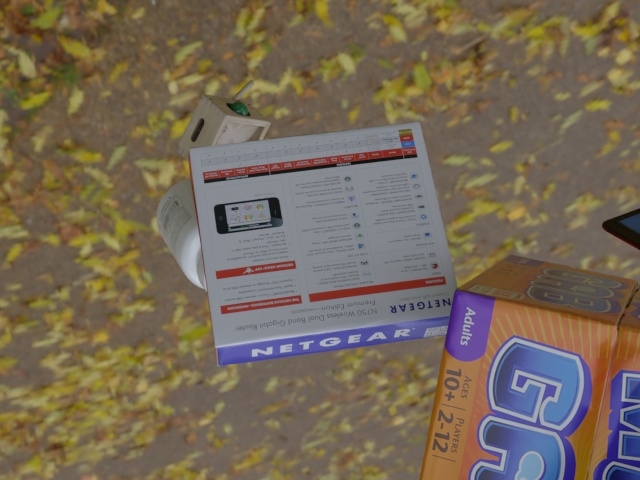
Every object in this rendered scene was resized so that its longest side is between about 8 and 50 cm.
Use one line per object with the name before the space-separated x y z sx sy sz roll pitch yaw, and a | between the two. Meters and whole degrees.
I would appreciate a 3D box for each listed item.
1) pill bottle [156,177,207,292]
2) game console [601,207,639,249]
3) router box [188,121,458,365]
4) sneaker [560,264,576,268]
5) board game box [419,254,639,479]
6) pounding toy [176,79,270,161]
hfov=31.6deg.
pill bottle | -0.161 0.002 1.725 0.131 0.229 0.131 -10 119 -19
game console | 0.390 -0.034 1.174 0.144 0.085 0.124 -18 156 -30
router box | 0.000 0.000 1.566 0.336 0.301 0.082 -7 156 -6
sneaker | 0.378 0.184 1.746 0.114 0.152 0.305 -7 117 -11
board game box | 0.336 0.242 1.360 0.357 0.356 0.356 12 -170 17
pounding toy | -0.160 -0.197 1.926 0.130 0.100 0.141 3 123 -50
